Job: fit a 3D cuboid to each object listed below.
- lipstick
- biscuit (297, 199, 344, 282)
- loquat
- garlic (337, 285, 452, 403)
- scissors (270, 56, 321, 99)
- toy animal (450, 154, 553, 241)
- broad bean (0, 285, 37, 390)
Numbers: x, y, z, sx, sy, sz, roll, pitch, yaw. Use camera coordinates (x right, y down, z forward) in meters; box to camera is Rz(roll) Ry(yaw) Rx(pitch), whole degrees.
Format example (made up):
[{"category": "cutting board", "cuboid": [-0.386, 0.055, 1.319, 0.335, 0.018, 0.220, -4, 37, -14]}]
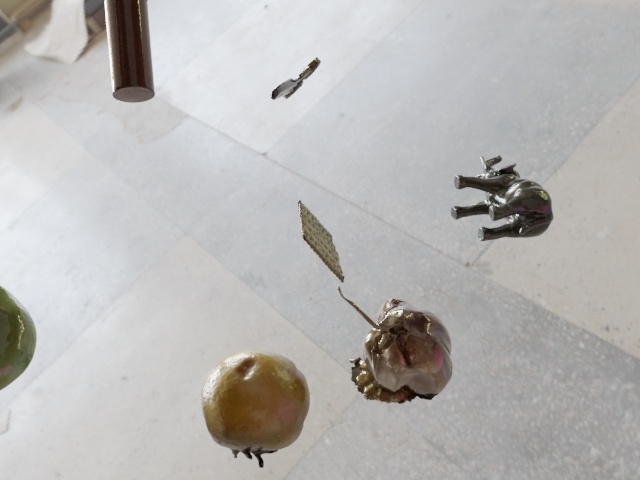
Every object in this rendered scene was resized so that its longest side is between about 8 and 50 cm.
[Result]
[{"category": "lipstick", "cuboid": [-0.257, -0.356, 0.813, 0.057, 0.057, 0.356, -12, 80, 23]}, {"category": "biscuit", "cuboid": [0.001, 0.000, 1.541, 0.016, 0.203, 0.144, -25, 47, 17]}, {"category": "loquat", "cuboid": [-0.128, 0.303, 1.150, 0.213, 0.213, 0.213, -17, 47, 19]}, {"category": "garlic", "cuboid": [0.109, 0.198, 1.157, 0.207, 0.257, 0.207, -54, 22, 34]}, {"category": "scissors", "cuboid": [-0.046, -0.240, 0.960, 0.088, 0.017, 0.220, -41, 9, 21]}, {"category": "toy animal", "cuboid": [0.287, -0.078, 1.035, 0.137, 0.082, 0.269, -8, 30, -5]}, {"category": "broad bean", "cuboid": [-0.500, 0.125, 0.869, 0.169, 0.100, 0.228, -29, 67, -30]}]
